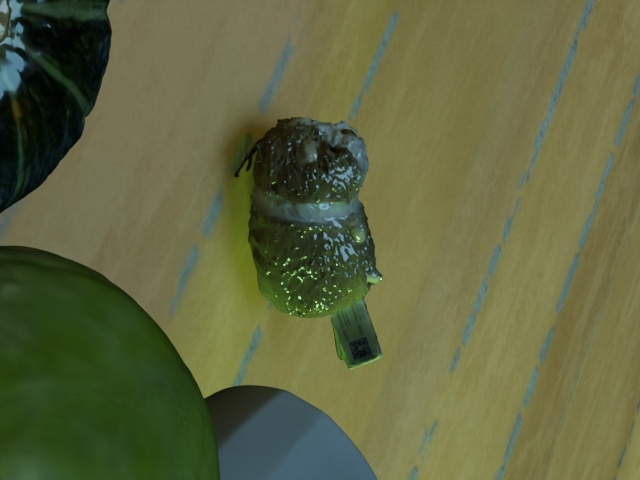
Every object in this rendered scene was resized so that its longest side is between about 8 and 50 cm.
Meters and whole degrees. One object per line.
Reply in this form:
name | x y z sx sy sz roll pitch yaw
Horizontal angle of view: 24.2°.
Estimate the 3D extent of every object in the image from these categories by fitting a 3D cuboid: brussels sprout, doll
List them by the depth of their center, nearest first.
brussels sprout | -0.191 0.131 0.786 0.273 0.316 0.243 -13 122 -31
doll | -0.003 0.001 1.231 0.115 0.105 0.221 -20 120 -12

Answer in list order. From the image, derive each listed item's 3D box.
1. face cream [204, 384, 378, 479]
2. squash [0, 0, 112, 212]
face cream | -0.110 0.285 1.010 0.357 0.219 0.312 -52 164 -31
squash | -0.229 -0.122 0.799 0.252 0.165 0.252 -12 105 -50
